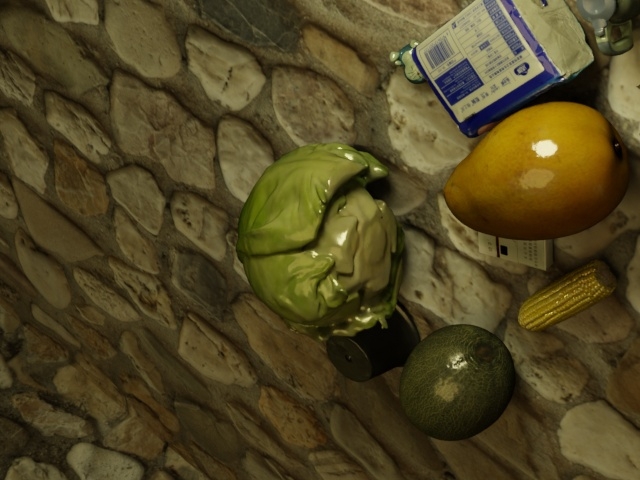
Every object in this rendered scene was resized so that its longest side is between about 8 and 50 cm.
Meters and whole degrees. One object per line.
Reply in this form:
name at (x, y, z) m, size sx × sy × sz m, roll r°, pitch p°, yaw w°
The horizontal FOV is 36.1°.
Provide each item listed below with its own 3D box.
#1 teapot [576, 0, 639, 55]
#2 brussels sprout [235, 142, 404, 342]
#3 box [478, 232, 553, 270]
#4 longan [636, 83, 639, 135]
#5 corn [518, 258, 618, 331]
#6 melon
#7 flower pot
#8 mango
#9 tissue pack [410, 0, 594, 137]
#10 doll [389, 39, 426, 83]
teapot at (0.453, -0.375, 1.561) m, size 0.111 × 0.108 × 0.149 m, roll 32°, pitch 138°, yaw 27°
brussels sprout at (-0.019, 0.001, 2.147) m, size 0.360 × 0.342 × 0.426 m, roll 6°, pitch 113°, yaw 35°
box at (0.392, -0.001, 1.977) m, size 0.154 × 0.040 × 0.084 m, roll 16°, pitch 131°, yaw 36°
longan at (0.623, -0.171, 1.343) m, size 0.391 × 0.391 × 0.391 m, roll 26°, pitch 136°, yaw 29°
corn at (0.484, 0.113, 1.941) m, size 0.081 × 0.081 × 0.248 m, roll 50°, pitch 142°, yaw 2°
melon at (0.298, 0.317, 2.170) m, size 0.237 × 0.237 × 0.302 m, roll 43°, pitch 142°, yaw 11°
flower pot at (0.109, 0.247, 2.378) m, size 0.235 × 0.148 × 0.235 m, roll 27°, pitch 137°, yaw 28°
mango at (0.377, -0.107, 1.742) m, size 0.378 × 0.263 × 0.221 m, roll -24°, pitch 60°, yaw 55°
tissue pack at (0.316, -0.327, 1.724) m, size 0.209 × 0.137 × 0.269 m, roll 53°, pitch 146°, yaw -2°
doll at (0.187, -0.347, 1.903) m, size 0.076 × 0.050 × 0.083 m, roll -29°, pitch 96°, yaw 34°
